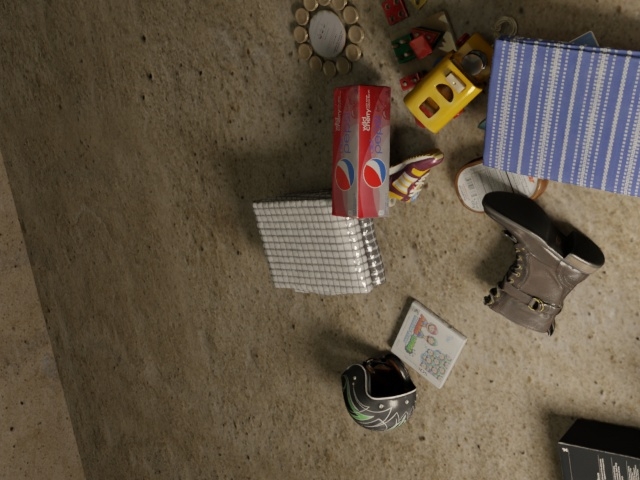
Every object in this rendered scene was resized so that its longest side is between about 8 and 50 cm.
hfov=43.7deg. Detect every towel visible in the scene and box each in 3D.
[{"bbox_3d":[0.000,0.000,1.797,0.284,0.121,0.235,-1,110,41],"label":"towel"},{"bbox_3d":[0.440,-0.204,1.315,0.336,0.040,0.243,15,121,26],"label":"towel"}]

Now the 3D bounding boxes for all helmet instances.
[{"bbox_3d":[0.134,0.351,1.805,0.169,0.169,0.161,-51,57,43],"label":"helmet"}]

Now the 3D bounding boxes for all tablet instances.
[{"bbox_3d":[0.428,-0.308,1.335,0.083,0.006,0.054,-24,92,45],"label":"tablet"}]

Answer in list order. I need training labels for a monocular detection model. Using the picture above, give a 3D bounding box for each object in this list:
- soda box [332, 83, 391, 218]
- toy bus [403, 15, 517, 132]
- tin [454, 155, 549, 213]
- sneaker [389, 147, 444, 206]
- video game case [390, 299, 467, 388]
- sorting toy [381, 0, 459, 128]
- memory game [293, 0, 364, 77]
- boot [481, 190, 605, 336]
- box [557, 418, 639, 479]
[{"bbox_3d":[0.081,-0.177,1.604,0.092,0.084,0.263,9,101,55],"label":"soda box"},{"bbox_3d":[0.242,-0.284,1.407,0.191,0.104,0.202,4,113,20],"label":"toy bus"},{"bbox_3d":[0.335,-0.110,1.494,0.190,0.040,0.106,-16,102,45],"label":"tin"},{"bbox_3d":[0.188,-0.124,1.601,0.185,0.070,0.083,-20,93,55],"label":"sneaker"},{"bbox_3d":[0.235,0.229,1.755,0.143,0.019,0.157,37,130,24],"label":"video game case"},{"bbox_3d":[0.192,-0.353,1.503,0.132,0.046,0.274,-13,100,45],"label":"sorting toy"},{"bbox_3d":[0.015,-0.429,1.653,0.186,0.012,0.186,19,120,35],"label":"memory game"},{"bbox_3d":[0.367,0.053,1.481,0.263,0.091,0.229,35,133,5],"label":"boot"},{"bbox_3d":[0.569,0.488,1.513,0.184,0.103,0.261,1,110,39],"label":"box"}]
